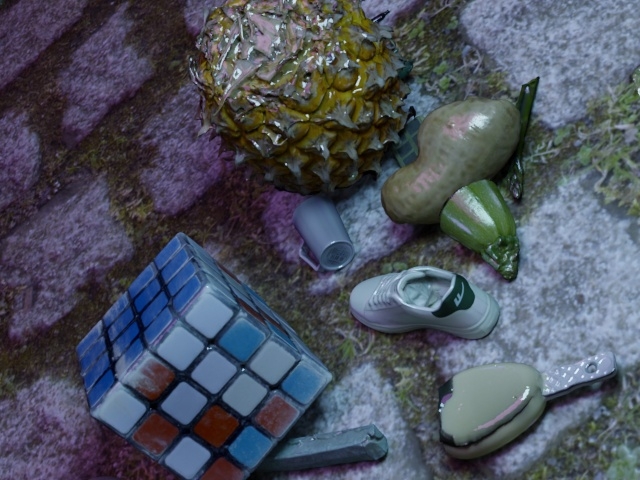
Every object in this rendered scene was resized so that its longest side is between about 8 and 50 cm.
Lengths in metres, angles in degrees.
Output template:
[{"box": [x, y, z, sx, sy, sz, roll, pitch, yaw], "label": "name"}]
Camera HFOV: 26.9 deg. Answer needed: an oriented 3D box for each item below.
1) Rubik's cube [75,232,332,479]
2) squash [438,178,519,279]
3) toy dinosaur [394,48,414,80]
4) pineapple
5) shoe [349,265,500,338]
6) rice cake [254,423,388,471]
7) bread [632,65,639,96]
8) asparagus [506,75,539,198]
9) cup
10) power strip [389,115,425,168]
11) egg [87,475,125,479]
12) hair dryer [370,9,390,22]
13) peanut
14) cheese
[{"box": [-0.178, 0.184, 1.971, 0.256, 0.253, 0.259, -48, 24, 2], "label": "Rubik's cube"}, {"box": [0.245, -0.010, 1.902, 0.105, 0.105, 0.132, -45, 52, 7], "label": "squash"}, {"box": [0.037, -0.243, 2.288, 0.292, 0.079, 0.120, -25, 40, 24], "label": "toy dinosaur"}, {"box": [-0.043, -0.246, 2.086, 0.352, 0.300, 0.353, -9, 67, 22], "label": "pineapple"}, {"box": [0.128, 0.075, 1.922, 0.265, 0.110, 0.095, 4, 64, 42], "label": "shoe"}, {"box": [-0.008, 0.301, 1.919, 0.245, 0.045, 0.042, -16, 40, 37], "label": "rice cake"}, {"box": [0.486, -0.178, 1.771, 0.086, 0.125, 0.156, -38, 50, 27], "label": "bread"}, {"box": [0.300, -0.157, 2.005, 0.034, 0.027, 0.236, -21, 46, 45], "label": "asparagus"}, {"box": [0.000, 0.000, 2.143, 0.104, 0.074, 0.116, -59, 38, 28], "label": "cup"}, {"box": [0.161, -0.130, 2.115, 0.076, 0.028, 0.169, -39, 40, 12], "label": "power strip"}, {"box": [-0.318, 0.451, 2.012, 0.151, 0.151, 0.209, -39, 42, 14], "label": "egg"}, {"box": [0.096, -0.378, 2.381, 0.083, 0.031, 0.079, -41, 50, -1], "label": "hair dryer"}, {"box": [0.191, -0.116, 1.988, 0.137, 0.122, 0.253, 41, 108, 14], "label": "peanut"}, {"box": [0.268, 0.198, 1.735, 0.251, 0.054, 0.127, -23, 46, 28], "label": "cheese"}]
